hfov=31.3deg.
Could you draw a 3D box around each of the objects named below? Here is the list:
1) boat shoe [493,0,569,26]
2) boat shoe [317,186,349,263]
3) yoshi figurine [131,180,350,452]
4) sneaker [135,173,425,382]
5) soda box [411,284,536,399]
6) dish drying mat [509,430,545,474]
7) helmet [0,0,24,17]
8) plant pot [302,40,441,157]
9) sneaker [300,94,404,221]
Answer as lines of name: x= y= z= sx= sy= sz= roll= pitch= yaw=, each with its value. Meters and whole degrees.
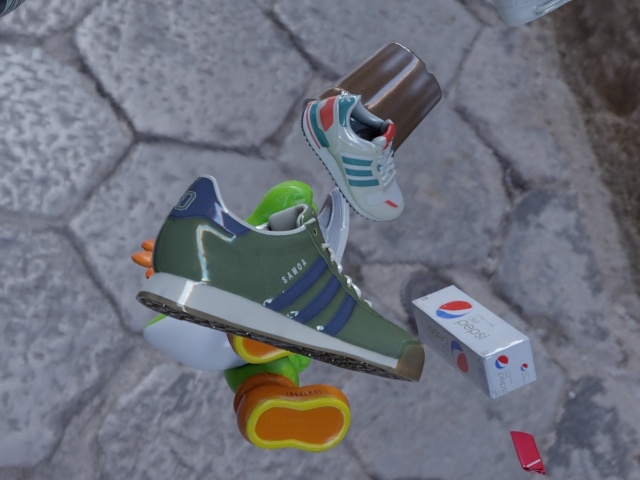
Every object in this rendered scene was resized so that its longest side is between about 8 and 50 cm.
boat shoe: x=0.267 y=-0.279 z=1.025 sx=0.268 sy=0.088 sz=0.096 roll=-32 pitch=38 yaw=-11
boat shoe: x=0.000 y=0.000 z=1.860 sx=0.063 sy=0.184 sz=0.066 roll=4 pitch=27 yaw=-22
yoshi figurine: x=-0.048 y=0.050 z=1.126 sx=0.203 sy=0.203 sz=0.362 roll=42 pitch=3 yaw=-29
sneaker: x=-0.009 y=0.022 z=0.666 sx=0.192 sy=0.064 sz=0.086 roll=20 pitch=77 yaw=-31
soda box: x=0.209 y=0.137 z=1.586 sx=0.074 sy=0.069 sz=0.216 roll=-21 pitch=25 yaw=-15
dish drying mat: x=0.263 y=0.268 z=1.448 sx=0.032 sy=0.008 sz=0.083 roll=11 pitch=23 yaw=-6
helmet: x=-0.377 y=-0.318 z=1.218 sx=0.169 sy=0.162 sz=0.169 roll=3 pitch=86 yaw=-47
plant pot: x=0.087 y=-0.209 z=1.765 sx=0.167 sy=0.167 sz=0.165 roll=42 pitch=77 yaw=15
sneaker: x=0.051 y=-0.083 z=1.156 sx=0.161 sy=0.075 sz=0.057 roll=52 pitch=45 yaw=-26
